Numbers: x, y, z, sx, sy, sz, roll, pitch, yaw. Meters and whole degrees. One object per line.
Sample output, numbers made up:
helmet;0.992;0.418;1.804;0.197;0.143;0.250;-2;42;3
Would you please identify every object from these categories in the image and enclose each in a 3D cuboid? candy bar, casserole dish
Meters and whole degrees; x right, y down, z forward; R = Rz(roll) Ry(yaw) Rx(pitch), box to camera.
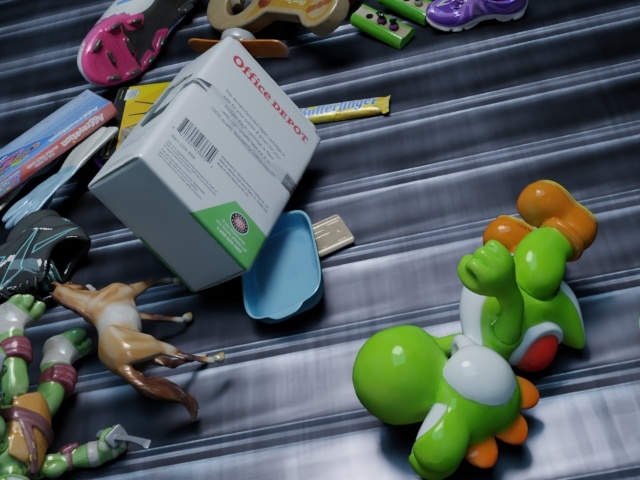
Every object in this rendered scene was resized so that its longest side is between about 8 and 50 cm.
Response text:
candy bar;0.031;-0.205;1.535;0.161;0.018;0.040;-6;46;11
casserole dish;-0.049;0.039;1.305;0.114;0.037;0.188;-25;43;13

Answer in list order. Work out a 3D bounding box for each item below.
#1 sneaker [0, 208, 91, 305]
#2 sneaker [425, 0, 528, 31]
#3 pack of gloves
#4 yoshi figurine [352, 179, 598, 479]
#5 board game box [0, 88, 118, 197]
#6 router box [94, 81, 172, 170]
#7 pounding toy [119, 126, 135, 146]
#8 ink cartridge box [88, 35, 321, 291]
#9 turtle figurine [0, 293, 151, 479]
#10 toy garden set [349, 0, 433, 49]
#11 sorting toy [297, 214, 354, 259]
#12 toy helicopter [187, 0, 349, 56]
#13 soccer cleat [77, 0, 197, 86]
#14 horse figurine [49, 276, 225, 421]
sneaker;-0.438;0.059;1.375;0.106;0.101;0.267;20;57;28
sneaker;0.255;-0.397;1.597;0.170;0.071;0.068;-10;68;8
pack of gloves;-0.440;-0.091;1.559;0.195;0.046;0.232;5;48;48
yoshi figurine;0.162;0.090;1.113;0.203;0.203;0.362;5;50;42
board game box;-0.470;-0.149;1.588;0.281;0.027;0.145;-38;29;-12
router box;-0.284;-0.186;1.594;0.133;0.046;0.179;-6;47;13
pounding toy;-0.243;-0.084;1.432;0.130;0.141;0.100;21;20;32
ink cartridge box;-0.146;-0.108;1.332;0.121;0.211;0.289;-24;27;40
turtle figurine;-0.318;0.178;1.165;0.198;0.274;0.266;11;37;-20
toy garden set;0.132;-0.464;1.686;0.204;0.049;0.244;33;68;25
sorting toy;0.000;0.000;1.356;0.083;0.012;0.062;-25;43;-6
toy helicopter;-0.086;-0.396;1.659;0.355;0.140;0.235;26;82;48
soccer cleat;-0.345;-0.390;1.776;0.143;0.116;0.331;4;45;42
horse figurine;-0.231;0.118;1.234;0.174;0.066;0.263;1;35;-29
